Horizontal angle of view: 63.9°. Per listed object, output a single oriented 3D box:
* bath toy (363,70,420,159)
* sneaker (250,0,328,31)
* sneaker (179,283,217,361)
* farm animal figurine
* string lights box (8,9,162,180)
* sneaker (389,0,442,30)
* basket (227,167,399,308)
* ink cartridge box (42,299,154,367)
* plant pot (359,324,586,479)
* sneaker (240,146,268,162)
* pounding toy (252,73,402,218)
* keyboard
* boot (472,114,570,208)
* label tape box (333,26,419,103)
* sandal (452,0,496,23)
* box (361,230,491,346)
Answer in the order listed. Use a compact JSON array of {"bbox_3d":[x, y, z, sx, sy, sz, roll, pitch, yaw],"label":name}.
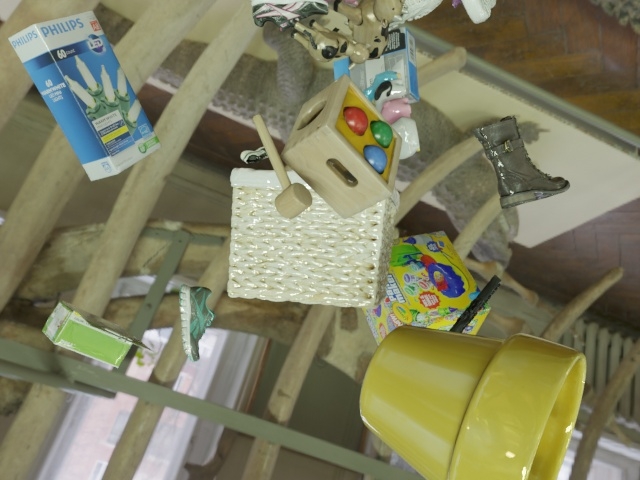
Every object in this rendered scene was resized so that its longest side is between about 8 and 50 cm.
[{"bbox_3d":[0.180,-0.324,1.383,0.129,0.348,0.151,-11,129,8],"label":"bath toy"},{"bbox_3d":[-0.071,-0.516,1.171,0.178,0.077,0.072,2,-165,3],"label":"sneaker"},{"bbox_3d":[-0.258,0.174,1.093,0.076,0.166,0.065,-3,179,-17],"label":"sneaker"},{"bbox_3d":[0.105,-0.516,1.197,0.172,0.330,0.327,38,-178,11],"label":"farm animal figurine"},{"bbox_3d":[-0.406,-0.253,0.910,0.077,0.133,0.259,-8,118,29],"label":"string lights box"},{"bbox_3d":[0.281,-0.751,1.635,0.292,0.118,0.110,-28,106,11],"label":"sneaker"},{"bbox_3d":[0.000,0.000,1.133,0.332,0.266,0.328,3,177,11],"label":"basket"},{"bbox_3d":[-0.578,0.258,1.327,0.255,0.097,0.189,12,159,49],"label":"ink cartridge box"},{"bbox_3d":[0.194,0.228,0.694,0.239,0.254,0.254,18,161,36],"label":"plant pot"},{"bbox_3d":[-0.147,-0.201,1.228,0.083,0.037,0.031,-18,131,-19],"label":"sneaker"},{"bbox_3d":[0.010,-0.114,0.638,0.094,0.206,0.181,-27,122,37],"label":"pounding toy"},{"bbox_3d":[0.277,0.142,0.961,0.023,0.180,0.108,38,168,19],"label":"keyboard"},{"bbox_3d":[0.518,-0.211,1.311,0.263,0.228,0.091,-14,176,-31],"label":"boot"},{"bbox_3d":[0.177,-0.595,1.863,0.334,0.240,0.106,-6,175,29],"label":"label tape box"},{"bbox_3d":[0.406,-0.697,1.423,0.102,0.416,0.169,-18,113,30],"label":"sandal"},{"bbox_3d":[0.269,0.152,1.459,0.279,0.289,0.177,-10,140,-16],"label":"box"}]
